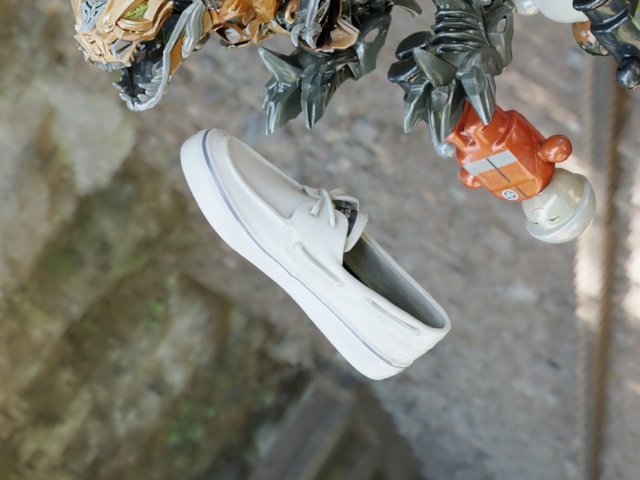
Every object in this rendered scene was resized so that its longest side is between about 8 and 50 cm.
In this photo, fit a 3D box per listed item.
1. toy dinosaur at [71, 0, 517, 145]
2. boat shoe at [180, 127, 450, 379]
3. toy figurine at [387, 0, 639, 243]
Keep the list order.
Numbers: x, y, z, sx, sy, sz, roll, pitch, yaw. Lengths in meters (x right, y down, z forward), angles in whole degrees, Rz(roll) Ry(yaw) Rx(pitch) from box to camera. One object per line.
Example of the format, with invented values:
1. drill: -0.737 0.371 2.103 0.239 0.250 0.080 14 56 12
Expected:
1. toy dinosaur: 0.009 -0.171 1.025 0.164 0.322 0.218 36 159 57
2. boat shoe: 0.000 0.000 1.570 0.267 0.088 0.096 49 -150 -10
3. toy figurine: 0.179 -0.124 1.478 0.148 0.213 0.209 41 -176 -29
